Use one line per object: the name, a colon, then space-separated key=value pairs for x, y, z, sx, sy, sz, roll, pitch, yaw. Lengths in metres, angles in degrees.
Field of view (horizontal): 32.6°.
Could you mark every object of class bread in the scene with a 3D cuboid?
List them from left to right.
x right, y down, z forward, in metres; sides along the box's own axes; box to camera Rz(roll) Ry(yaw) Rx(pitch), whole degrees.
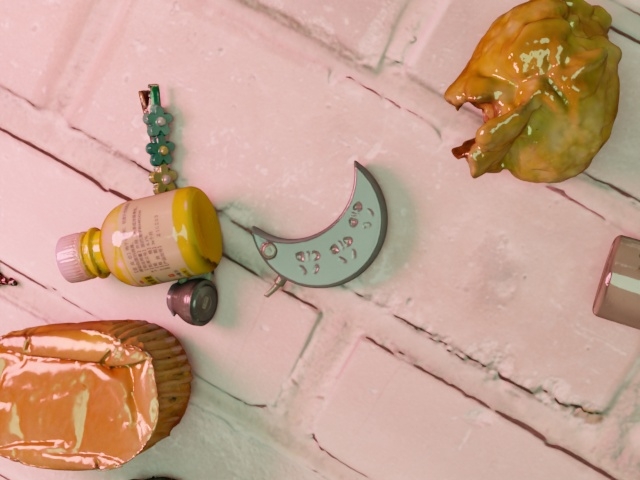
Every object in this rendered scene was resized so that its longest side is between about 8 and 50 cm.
bread: x=-0.320 y=0.211 z=1.512 sx=0.288 sy=0.156 sz=0.204 roll=-9 pitch=83 yaw=16

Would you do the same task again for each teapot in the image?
teapot: x=-0.178 y=0.073 z=1.519 sx=0.057 sy=0.066 sz=0.088 roll=7 pitch=73 yaw=29

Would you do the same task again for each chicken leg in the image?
chicken leg: x=-0.483 y=0.047 z=1.603 sx=0.083 sy=0.021 sz=0.036 roll=43 pitch=92 yaw=7

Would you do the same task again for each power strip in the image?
power strip: x=0.000 y=0.000 z=1.477 sx=0.216 sy=0.044 sz=0.137 roll=-34 pitch=86 yaw=12

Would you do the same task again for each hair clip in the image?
hair clip: x=-0.227 y=-0.131 z=1.521 sx=0.049 sy=0.049 sz=0.173 roll=-8 pitch=93 yaw=13

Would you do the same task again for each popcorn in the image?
popcorn: x=0.270 y=-0.176 z=1.336 sx=0.190 sy=0.191 sz=0.253 roll=37 pitch=107 yaw=-18

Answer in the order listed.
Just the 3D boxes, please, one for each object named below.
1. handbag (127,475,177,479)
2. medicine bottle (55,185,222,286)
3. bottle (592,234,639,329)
handbag: x=-0.243 y=0.367 z=1.554 sx=0.111 sy=0.047 sz=0.072 roll=-18 pitch=90 yaw=16
medicine bottle: x=-0.252 y=0.006 z=1.495 sx=0.212 sy=0.122 sz=0.122 roll=-13 pitch=90 yaw=14
bottle: x=0.461 y=0.075 z=1.340 sx=0.233 sy=0.110 sz=0.110 roll=17 pitch=97 yaw=12
